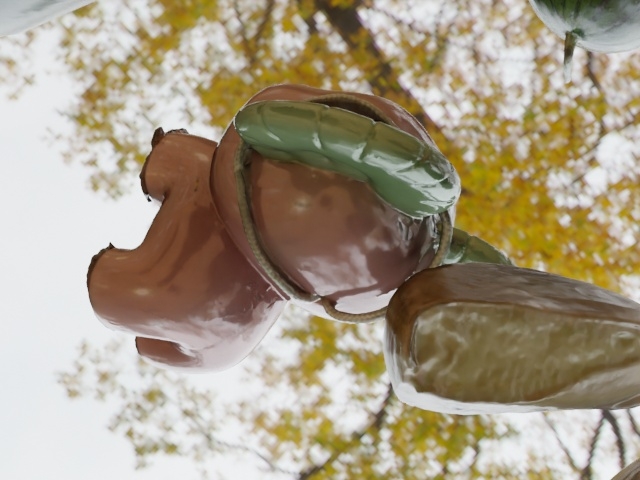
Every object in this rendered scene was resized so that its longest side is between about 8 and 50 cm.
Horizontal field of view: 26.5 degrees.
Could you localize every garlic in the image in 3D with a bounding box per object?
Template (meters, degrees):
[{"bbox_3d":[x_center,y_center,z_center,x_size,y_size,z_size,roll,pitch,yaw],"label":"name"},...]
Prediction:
[{"bbox_3d":[0.109,0.058,0.757,0.101,0.196,0.086,12,-85,64],"label":"garlic"}]

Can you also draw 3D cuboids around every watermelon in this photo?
[{"bbox_3d":[0.306,-0.290,1.478,0.188,0.188,0.214,18,-107,53],"label":"watermelon"}]

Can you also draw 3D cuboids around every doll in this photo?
[{"bbox_3d":[0.000,0.000,0.976,0.268,0.284,0.216,6,-117,35],"label":"doll"}]

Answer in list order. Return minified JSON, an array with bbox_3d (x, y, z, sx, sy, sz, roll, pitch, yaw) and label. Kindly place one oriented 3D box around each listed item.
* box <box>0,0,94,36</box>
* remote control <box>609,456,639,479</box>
[{"bbox_3d":[-0.164,-0.237,0.743,0.149,0.226,0.226,-18,-140,19],"label":"box"},{"bbox_3d":[0.258,0.246,0.881,0.221,0.103,0.332,-36,-156,16],"label":"remote control"}]
